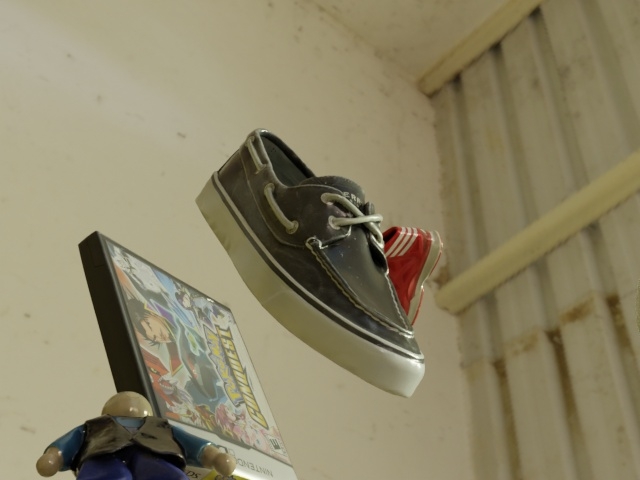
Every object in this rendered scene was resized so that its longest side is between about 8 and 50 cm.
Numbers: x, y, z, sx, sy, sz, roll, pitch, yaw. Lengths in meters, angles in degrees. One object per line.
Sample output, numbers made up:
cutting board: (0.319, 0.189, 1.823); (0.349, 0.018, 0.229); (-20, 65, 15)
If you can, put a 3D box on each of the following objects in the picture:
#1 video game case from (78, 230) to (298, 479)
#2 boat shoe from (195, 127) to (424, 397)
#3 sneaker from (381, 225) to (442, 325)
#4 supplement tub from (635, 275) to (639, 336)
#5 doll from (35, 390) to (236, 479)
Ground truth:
video game case: (-0.136, 0.142, 0.991); (0.035, 0.248, 0.275); (-36, -127, 13)
boat shoe: (0.000, 0.000, 0.716); (0.102, 0.108, 0.301); (-55, -143, 10)
sneaker: (0.120, 0.070, 1.662); (0.087, 0.128, 0.221); (-128, -125, -66)
supplement tub: (0.548, 0.096, 1.070); (0.228, 0.316, 0.228); (-49, -149, 44)
doll: (-0.117, 0.144, 0.602); (0.189, 0.129, 0.046); (-153, -114, -71)
